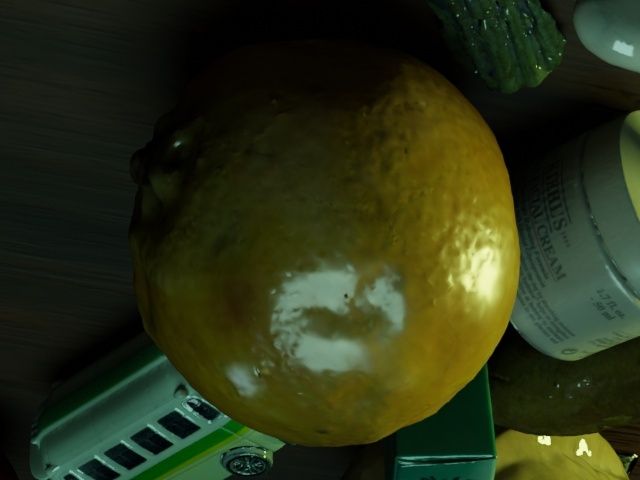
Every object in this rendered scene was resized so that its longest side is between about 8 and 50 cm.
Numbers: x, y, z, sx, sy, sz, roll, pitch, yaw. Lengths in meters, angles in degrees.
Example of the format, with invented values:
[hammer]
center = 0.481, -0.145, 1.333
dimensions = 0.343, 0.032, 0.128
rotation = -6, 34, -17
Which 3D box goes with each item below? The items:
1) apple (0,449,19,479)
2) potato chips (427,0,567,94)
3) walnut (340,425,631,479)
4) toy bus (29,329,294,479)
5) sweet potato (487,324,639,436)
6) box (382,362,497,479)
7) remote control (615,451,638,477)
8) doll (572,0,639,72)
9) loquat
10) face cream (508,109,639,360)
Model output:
[apple]
center = -0.429, 0.295, 1.929
dimensions = 0.260, 0.260, 0.216
rotation = 11, 118, -14
[potato chips]
center = 0.133, -0.181, 1.484
dimensions = 0.092, 0.028, 0.207
rotation = -16, 142, 19
[walnut]
center = 0.185, 0.340, 1.925
dimensions = 0.381, 0.381, 0.381
rotation = 0, 143, 0
[toy bus]
center = -0.164, 0.176, 1.870
dimensions = 0.276, 0.133, 0.165
rotation = -32, 133, 33
[sweet potato]
center = 0.281, 0.100, 1.759
dimensions = 0.370, 0.157, 0.158
rotation = -20, 139, 40
[box]
center = 0.102, 0.134, 1.719
dimensions = 0.092, 0.244, 0.153
rotation = -1, 144, -3
[remote control]
center = 0.321, 0.262, 2.075
dimensions = 0.039, 0.014, 0.096
rotation = 5, 142, -6
[doll]
center = 0.425, -0.110, 1.443
dimensions = 0.366, 0.187, 0.376
rotation = -19, 155, 33
[loquat]
center = 0.000, 0.000, 1.485
dimensions = 0.328, 0.328, 0.328
rotation = 0, 143, 0
[face cream]
center = 0.239, -0.001, 1.595
dimensions = 0.153, 0.177, 0.177
rotation = -27, 135, 31
